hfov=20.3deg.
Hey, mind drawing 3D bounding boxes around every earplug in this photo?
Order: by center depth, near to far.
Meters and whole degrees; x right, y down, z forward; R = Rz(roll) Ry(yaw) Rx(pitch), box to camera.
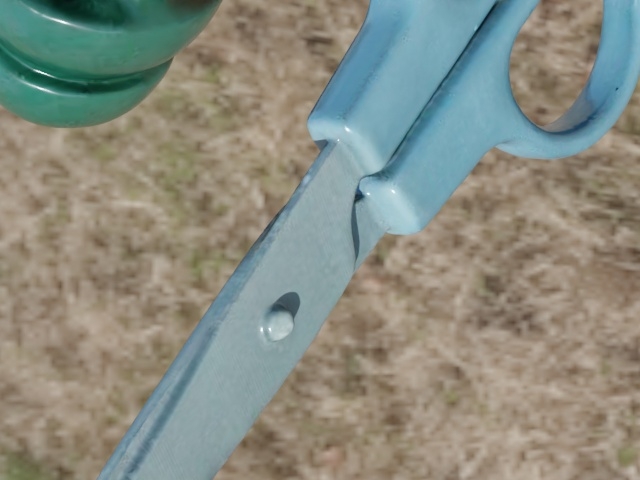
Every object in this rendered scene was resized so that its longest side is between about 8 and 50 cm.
[{"bbox_3d":[-0.145,-0.142,1.035,0.280,0.164,0.257,115,175,-51],"label":"earplug"}]

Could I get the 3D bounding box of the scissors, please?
[{"bbox_3d":[0.000,0.000,0.695,0.029,0.192,0.447,9,55,45],"label":"scissors"}]
